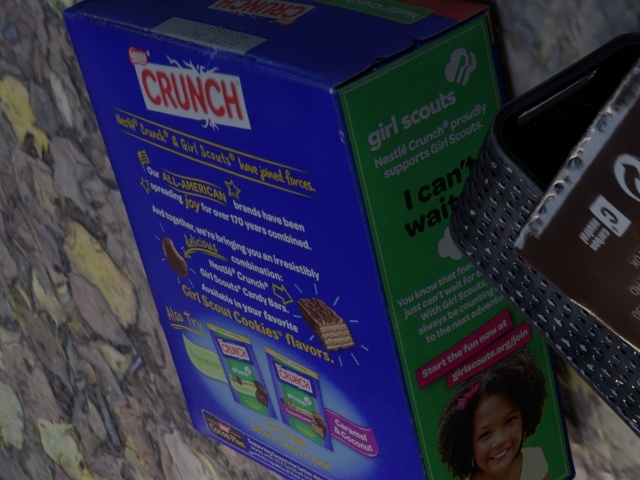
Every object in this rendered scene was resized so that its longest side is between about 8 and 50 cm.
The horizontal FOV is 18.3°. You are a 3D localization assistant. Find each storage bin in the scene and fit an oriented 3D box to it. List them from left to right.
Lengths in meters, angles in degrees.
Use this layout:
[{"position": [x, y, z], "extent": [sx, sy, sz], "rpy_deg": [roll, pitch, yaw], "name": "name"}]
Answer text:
[{"position": [0.165, 0.003, 0.951], "extent": [0.180, 0.122, 0.084], "rpy_deg": [48, 148, 19], "name": "storage bin"}]

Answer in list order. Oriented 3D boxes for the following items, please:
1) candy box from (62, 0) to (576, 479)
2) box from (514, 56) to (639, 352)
[{"position": [0.000, 0.000, 1.199], "extent": [0.268, 0.122, 0.317], "rpy_deg": [22, 135, 48], "name": "candy box"}, {"position": [0.210, -0.044, 0.722], "extent": [0.167, 0.203, 0.168], "rpy_deg": [39, 149, 7], "name": "box"}]
